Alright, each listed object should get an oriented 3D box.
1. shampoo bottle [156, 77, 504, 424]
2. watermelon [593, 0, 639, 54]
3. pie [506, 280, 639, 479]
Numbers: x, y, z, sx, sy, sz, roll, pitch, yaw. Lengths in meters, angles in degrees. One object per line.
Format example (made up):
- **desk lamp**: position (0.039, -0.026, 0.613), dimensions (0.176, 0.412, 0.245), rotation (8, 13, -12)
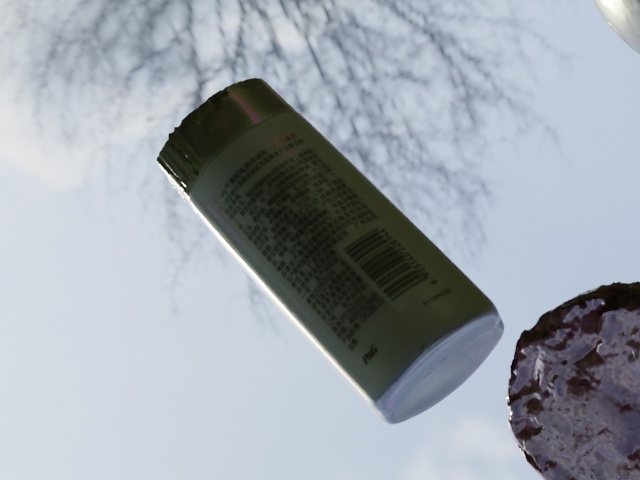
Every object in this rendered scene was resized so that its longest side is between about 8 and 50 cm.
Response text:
- **shampoo bottle**: position (0.000, 0.000, 0.910), dimensions (0.086, 0.056, 0.227), rotation (-39, -126, -8)
- **watermelon**: position (0.302, -0.221, 1.229), dimensions (0.212, 0.212, 0.212), rotation (-18, -150, 11)
- **pie**: position (0.162, 0.083, 0.785), dimensions (0.154, 0.154, 0.036), rotation (-5, -154, 30)
